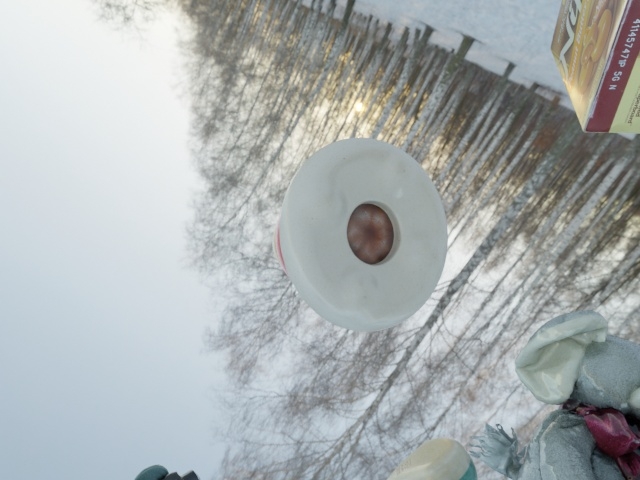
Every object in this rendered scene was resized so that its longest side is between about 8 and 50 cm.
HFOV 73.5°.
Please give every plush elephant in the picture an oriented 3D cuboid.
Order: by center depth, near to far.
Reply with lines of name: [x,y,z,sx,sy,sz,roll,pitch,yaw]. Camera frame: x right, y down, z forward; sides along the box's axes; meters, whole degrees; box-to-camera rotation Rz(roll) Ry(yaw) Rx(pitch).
plush elephant: [0.361,0.234,0.511,0.272,0.255,0.330,20,-178,-34]

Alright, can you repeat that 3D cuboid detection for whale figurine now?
whale figurine: [0.249,0.597,1.025,0.141,0.272,0.216,57,-177,6]

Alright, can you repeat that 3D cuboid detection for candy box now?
candy box: [0.401,-0.302,0.586,0.087,0.183,0.316,6,-137,13]

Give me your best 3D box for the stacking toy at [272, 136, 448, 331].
stacking toy: [0.000,0.000,0.945,0.351,0.350,0.480,16,169,-26]

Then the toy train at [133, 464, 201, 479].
toy train: [-0.366,0.573,0.787,0.334,0.190,0.142,-20,-162,-38]
